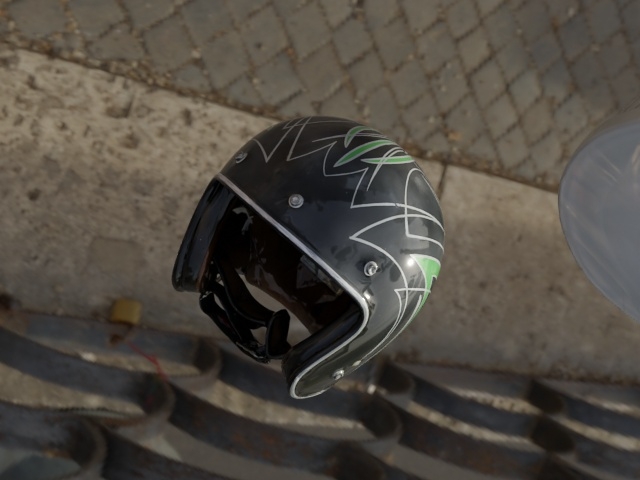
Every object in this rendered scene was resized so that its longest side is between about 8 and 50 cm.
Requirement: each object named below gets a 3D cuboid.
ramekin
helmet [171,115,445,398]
[{"bbox_3d":[0.359,-0.033,1.088,0.127,0.272,0.273,-49,128,-35],"label":"ramekin"},{"bbox_3d":[0.000,0.000,0.790,0.169,0.169,0.162,8,126,-37],"label":"helmet"}]
